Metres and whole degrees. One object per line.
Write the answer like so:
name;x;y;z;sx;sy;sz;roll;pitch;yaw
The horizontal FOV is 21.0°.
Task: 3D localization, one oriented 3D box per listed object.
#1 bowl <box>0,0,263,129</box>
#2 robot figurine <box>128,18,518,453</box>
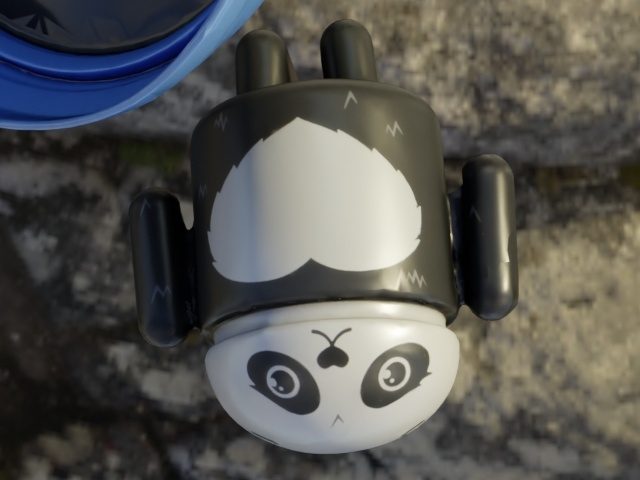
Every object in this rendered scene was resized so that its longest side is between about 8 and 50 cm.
bowl;-0.161;-0.255;0.920;0.391;0.077;0.391;12;112;32
robot figurine;0.002;-0.001;1.132;0.173;0.278;0.209;11;158;-44
